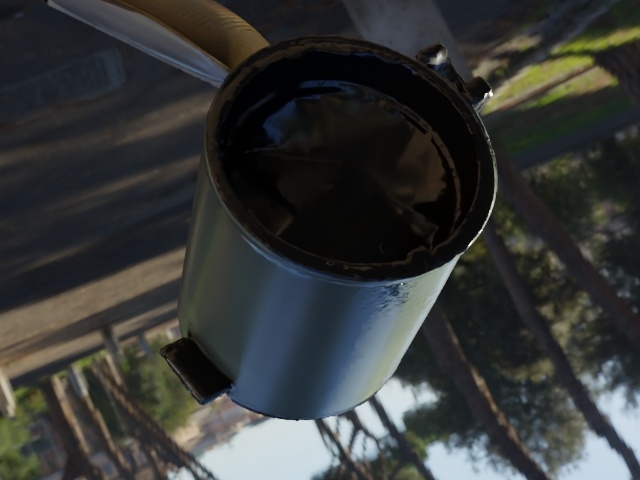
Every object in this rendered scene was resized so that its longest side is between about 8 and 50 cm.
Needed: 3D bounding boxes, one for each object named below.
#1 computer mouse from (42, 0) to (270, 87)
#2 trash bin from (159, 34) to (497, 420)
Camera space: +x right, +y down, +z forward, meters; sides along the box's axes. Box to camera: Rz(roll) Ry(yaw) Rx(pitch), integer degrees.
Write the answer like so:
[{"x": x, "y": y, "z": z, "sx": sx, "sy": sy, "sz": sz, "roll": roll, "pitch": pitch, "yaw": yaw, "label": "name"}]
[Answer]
[{"x": -0.156, "y": -0.219, "z": 1.060, "sx": 0.126, "sy": 0.245, "sz": 0.056, "roll": -38, "pitch": 152, "yaw": -61, "label": "computer mouse"}, {"x": 0.000, "y": 0.000, "z": 0.885, "sx": 0.277, "sy": 0.217, "sz": 0.262, "roll": -36, "pitch": 162, "yaw": -27, "label": "trash bin"}]
